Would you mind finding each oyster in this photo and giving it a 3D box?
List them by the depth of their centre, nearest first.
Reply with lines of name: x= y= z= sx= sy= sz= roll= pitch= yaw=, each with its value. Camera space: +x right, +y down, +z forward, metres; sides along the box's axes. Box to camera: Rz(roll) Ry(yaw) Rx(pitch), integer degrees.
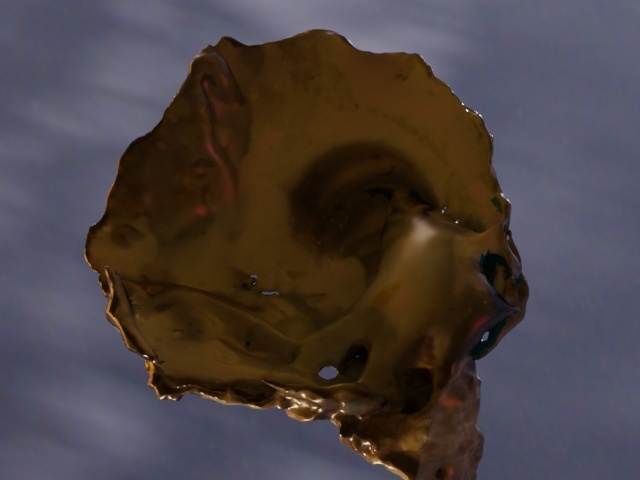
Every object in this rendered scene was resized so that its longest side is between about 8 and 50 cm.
oyster: x=0.000 y=0.000 z=0.905 sx=0.214 sy=0.083 sz=0.223 roll=17 pitch=-119 yaw=15
